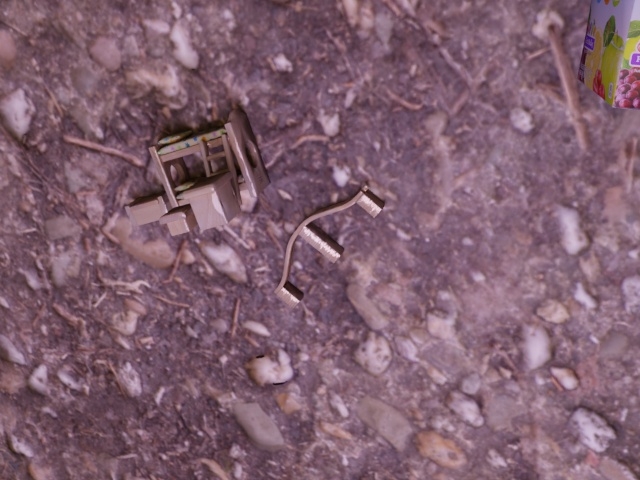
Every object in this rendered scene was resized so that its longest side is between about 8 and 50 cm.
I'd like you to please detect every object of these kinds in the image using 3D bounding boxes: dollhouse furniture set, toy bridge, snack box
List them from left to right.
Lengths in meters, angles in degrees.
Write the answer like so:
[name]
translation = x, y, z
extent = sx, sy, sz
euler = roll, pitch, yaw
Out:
[dollhouse furniture set]
translation = -0.177, -0.069, 0.772
extent = 0.181, 0.161, 0.101
euler = -14, 107, 18
[toy bridge]
translation = 0.000, 0.000, 0.829
extent = 0.063, 0.026, 0.188
euler = 39, 114, -2
[snack box]
translation = 0.288, -0.230, 0.585
extent = 0.070, 0.174, 0.207
euler = 7, 112, 8
